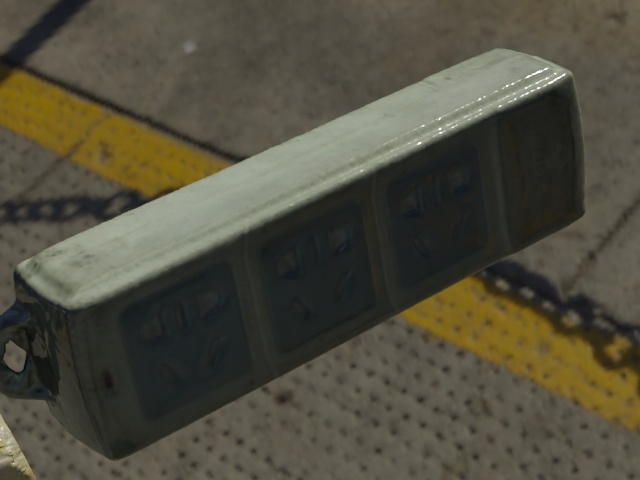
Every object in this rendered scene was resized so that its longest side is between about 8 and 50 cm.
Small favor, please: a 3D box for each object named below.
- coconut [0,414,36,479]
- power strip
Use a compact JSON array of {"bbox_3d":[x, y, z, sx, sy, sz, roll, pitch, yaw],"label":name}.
[{"bbox_3d":[-0.290,0.184,1.196,0.122,0.116,0.116,-31,44,-20],"label":"coconut"},{"bbox_3d":[0.000,0.000,0.615,0.272,0.078,0.052,-26,32,-28],"label":"power strip"}]
